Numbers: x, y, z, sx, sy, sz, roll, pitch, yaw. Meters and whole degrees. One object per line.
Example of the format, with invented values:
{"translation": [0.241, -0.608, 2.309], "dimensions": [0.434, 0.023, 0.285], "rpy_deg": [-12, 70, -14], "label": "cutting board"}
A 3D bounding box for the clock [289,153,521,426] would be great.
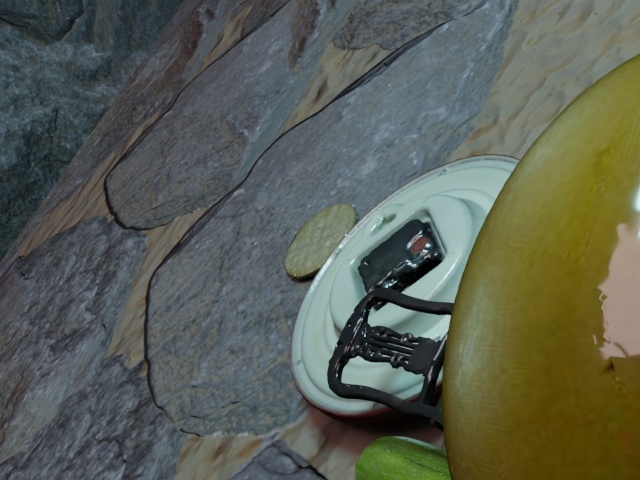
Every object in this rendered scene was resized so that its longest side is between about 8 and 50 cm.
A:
{"translation": [0.091, 0.037, 0.885], "dimensions": [0.318, 0.080, 0.318], "rpy_deg": [-35, 30, 24], "label": "clock"}

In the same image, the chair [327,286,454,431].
{"translation": [0.120, 0.109, 0.698], "dimensions": [0.229, 0.113, 0.106], "rpy_deg": [4, 61, 57], "label": "chair"}

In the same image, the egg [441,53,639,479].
{"translation": [0.208, 0.057, 0.459], "dimensions": [0.283, 0.283, 0.351], "rpy_deg": [-9, 58, 51], "label": "egg"}

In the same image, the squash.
{"translation": [0.102, 0.196, 0.671], "dimensions": [0.239, 0.069, 0.069], "rpy_deg": [7, 59, 57], "label": "squash"}

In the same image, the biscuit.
{"translation": [0.000, 0.000, 1.135], "dimensions": [0.120, 0.015, 0.120], "rpy_deg": [-34, 30, 23], "label": "biscuit"}
